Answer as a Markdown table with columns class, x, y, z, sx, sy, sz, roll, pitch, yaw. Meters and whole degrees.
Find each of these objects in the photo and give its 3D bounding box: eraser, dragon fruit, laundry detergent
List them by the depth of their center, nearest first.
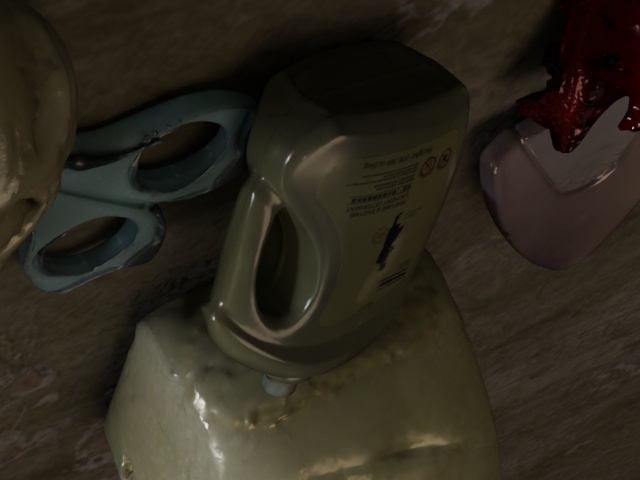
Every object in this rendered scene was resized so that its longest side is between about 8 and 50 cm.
| class | x | y | z | sx | sy | sz | roll | pitch | yaw |
| --- | --- | --- | --- | --- | --- | --- | --- | --- | --- |
| laundry detergent | 0.000 | 0.000 | 1.299 | 0.181 | 0.091 | 0.253 | -21 | 139 | -46 |
| dragon fruit | 0.229 | -0.133 | 1.411 | 0.092 | 0.122 | 0.192 | -31 | 162 | -52 |
| eraser | 0.207 | -0.054 | 1.616 | 0.204 | 0.059 | 0.243 | -28 | 155 | -15 |

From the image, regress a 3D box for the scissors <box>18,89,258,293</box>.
| class | x | y | z | sx | sy | sz | roll | pitch | yaw |
| --- | --- | --- | --- | --- | --- | --- | --- | --- | --- |
| scissors | -0.174 | -0.037 | 1.152 | 0.191 | 0.029 | 0.360 | -41 | 158 | 21 |

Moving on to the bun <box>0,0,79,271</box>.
| class | x | y | z | sx | sy | sz | roll | pitch | yaw |
| --- | --- | --- | --- | --- | --- | --- | --- | --- | --- |
| bun | -0.194 | -0.034 | 0.996 | 0.183 | 0.102 | 0.183 | -29 | 145 | -22 |

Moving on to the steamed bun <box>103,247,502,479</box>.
| class | x | y | z | sx | sy | sz | roll | pitch | yaw |
| --- | --- | --- | --- | --- | --- | --- | --- | --- | --- |
| steamed bun | 0.005 | 0.154 | 1.501 | 0.290 | 0.272 | 0.273 | -31 | 158 | -17 |
